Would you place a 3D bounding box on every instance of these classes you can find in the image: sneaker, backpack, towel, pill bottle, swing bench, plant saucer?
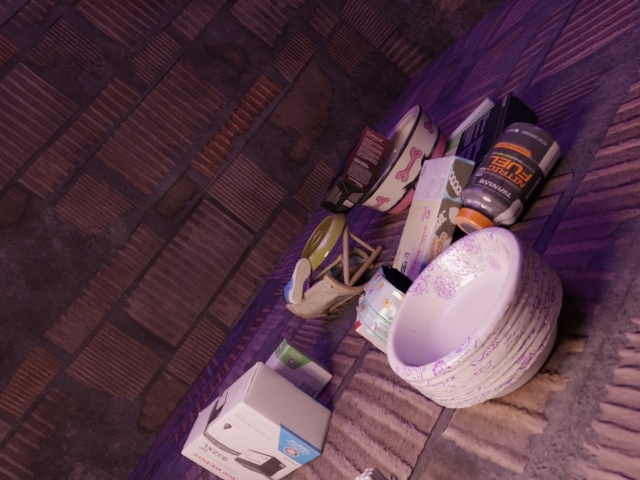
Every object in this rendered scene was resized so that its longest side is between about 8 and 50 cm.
[{"bbox_3d":[-0.083,0.129,1.565,0.084,0.058,0.152,-11,62,54],"label":"sneaker"},{"bbox_3d":[0.163,0.146,1.012,0.144,0.166,0.188,-53,3,1],"label":"backpack"},{"bbox_3d":[0.483,-0.333,1.591,0.248,0.038,0.325,-45,13,29],"label":"towel"},{"bbox_3d":[0.389,-0.118,1.044,0.246,0.130,0.130,-54,11,-7],"label":"pill bottle"},{"bbox_3d":[0.046,0.124,1.627,0.253,0.165,0.255,-40,22,46],"label":"swing bench"},{"bbox_3d":[0.000,0.000,1.642,0.241,0.037,0.241,-51,14,19],"label":"plant saucer"}]

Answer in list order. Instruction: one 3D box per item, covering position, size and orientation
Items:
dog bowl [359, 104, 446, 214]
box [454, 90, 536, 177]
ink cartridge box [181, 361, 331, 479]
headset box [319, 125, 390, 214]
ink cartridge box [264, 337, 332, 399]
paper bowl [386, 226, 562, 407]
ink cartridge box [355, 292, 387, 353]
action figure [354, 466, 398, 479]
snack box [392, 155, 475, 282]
[{"bbox_3d":[0.295,-0.273,1.774,0.408,0.150,0.408,-57,8,13],"label":"dog bowl"},{"bbox_3d":[0.444,-0.237,1.271,0.184,0.103,0.261,-45,13,50],"label":"box"},{"bbox_3d":[-0.159,0.466,1.191,0.307,0.223,0.129,-45,14,33],"label":"ink cartridge box"},{"bbox_3d":[0.130,-0.256,1.791,0.293,0.110,0.218,-64,9,-29],"label":"headset box"},{"bbox_3d":[-0.096,0.398,1.330,0.212,0.154,0.093,-53,11,-4],"label":"ink cartridge box"},{"bbox_3d":[0.249,0.131,0.776,0.284,0.148,0.284,-49,11,13],"label":"paper bowl"},{"bbox_3d":[0.142,0.187,1.171,0.056,0.099,0.135,-47,13,26],"label":"ink cartridge box"},{"bbox_3d":[0.078,0.405,0.641,0.276,0.141,0.164,-46,1,37],"label":"action figure"},{"bbox_3d":[0.267,-0.041,1.200,0.187,0.060,0.322,-144,70,-79],"label":"snack box"}]
